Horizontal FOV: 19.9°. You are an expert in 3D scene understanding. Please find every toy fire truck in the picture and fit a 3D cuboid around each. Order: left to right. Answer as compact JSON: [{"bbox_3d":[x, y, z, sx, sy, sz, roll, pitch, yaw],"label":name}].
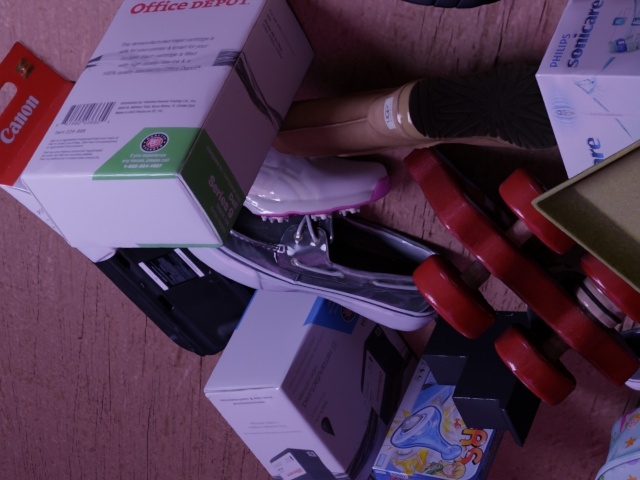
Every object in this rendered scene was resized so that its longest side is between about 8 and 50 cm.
[{"bbox_3d":[0.226,0.026,2.011,0.302,0.254,0.169,40,102,-20],"label":"toy fire truck"}]

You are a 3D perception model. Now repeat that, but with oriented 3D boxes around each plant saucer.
[{"bbox_3d":[0.337,-0.029,1.792,0.188,0.045,0.188,38,145,-15],"label":"plant saucer"}]

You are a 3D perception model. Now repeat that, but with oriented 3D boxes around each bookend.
[{"bbox_3d":[0.193,0.166,2.240,0.156,0.157,0.072,0,136,31],"label":"bookend"}]

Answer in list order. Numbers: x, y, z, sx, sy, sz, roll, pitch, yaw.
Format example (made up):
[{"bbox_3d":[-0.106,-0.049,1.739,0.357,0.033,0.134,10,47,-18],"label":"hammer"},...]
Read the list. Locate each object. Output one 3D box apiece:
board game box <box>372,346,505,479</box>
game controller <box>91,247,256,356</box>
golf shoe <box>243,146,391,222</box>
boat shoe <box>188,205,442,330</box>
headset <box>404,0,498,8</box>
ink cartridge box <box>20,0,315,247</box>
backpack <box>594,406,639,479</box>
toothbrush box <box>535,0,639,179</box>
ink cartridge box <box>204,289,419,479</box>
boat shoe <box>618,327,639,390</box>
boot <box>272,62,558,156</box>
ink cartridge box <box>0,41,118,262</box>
[{"bbox_3d":[0.164,0.229,2.297,0.136,0.201,0.035,8,140,24],"label":"board game box"},{"bbox_3d":[-0.207,0.033,2.420,0.166,0.067,0.319,-26,121,31],"label":"game controller"},{"bbox_3d":[-0.071,-0.095,2.122,0.306,0.115,0.140,1,103,7],"label":"golf shoe"},{"bbox_3d":[0.000,0.000,2.211,0.335,0.121,0.119,17,137,-5],"label":"boat shoe"},{"bbox_3d":[0.185,-0.333,1.573,0.394,0.243,0.185,-2,172,-8],"label":"headset"},{"bbox_3d":[-0.158,-0.137,1.974,0.211,0.289,0.121,0,139,32],"label":"ink cartridge box"},{"bbox_3d":[0.465,0.317,2.245,0.253,0.191,0.225,45,142,-15],"label":"backpack"},{"bbox_3d":[0.386,-0.123,1.789,0.296,0.126,0.216,6,140,28],"label":"toothbrush box"},{"bbox_3d":[0.017,0.206,2.341,0.129,0.223,0.307,-7,133,36],"label":"ink cartridge box"},{"bbox_3d":[0.428,0.122,2.114,0.228,0.080,0.076,-8,133,49],"label":"boat shoe"},{"bbox_3d":[0.108,-0.135,1.970,0.236,0.089,0.269,3,176,-30],"label":"boot"},{"bbox_3d":[-0.303,-0.113,2.176,0.232,0.189,0.066,43,141,-20],"label":"ink cartridge box"}]
